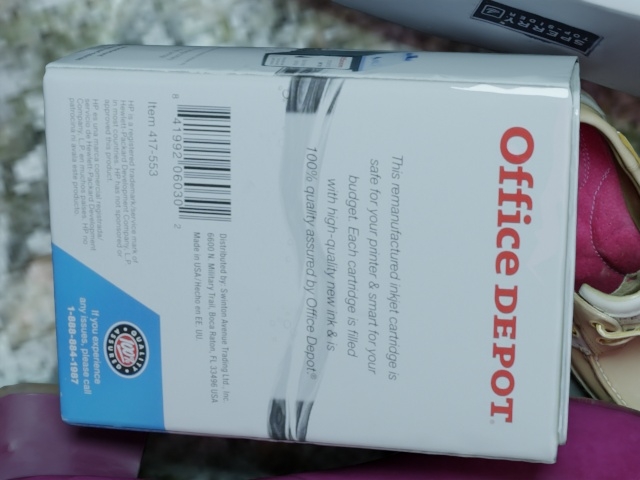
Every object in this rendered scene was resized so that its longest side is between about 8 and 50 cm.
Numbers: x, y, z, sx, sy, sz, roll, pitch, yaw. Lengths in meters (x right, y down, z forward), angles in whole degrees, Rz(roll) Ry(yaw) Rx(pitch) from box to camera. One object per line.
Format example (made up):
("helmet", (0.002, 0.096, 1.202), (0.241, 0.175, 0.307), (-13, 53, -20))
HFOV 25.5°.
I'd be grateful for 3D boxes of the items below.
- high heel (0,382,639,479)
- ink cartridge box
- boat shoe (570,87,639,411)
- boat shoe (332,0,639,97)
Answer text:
("high heel", (0.030, 0.151, 0.544), (0.377, 0.181, 0.127), (4, 119, -4))
("ink cartridge box", (0.000, 0.000, 0.534), (0.191, 0.082, 0.139), (3, 106, 10))
("boat shoe", (0.121, 0.016, 0.588), (0.063, 0.059, 0.170), (-27, 106, 2))
("boat shoe", (0.066, -0.130, 0.530), (0.267, 0.096, 0.088), (17, 75, -4))
